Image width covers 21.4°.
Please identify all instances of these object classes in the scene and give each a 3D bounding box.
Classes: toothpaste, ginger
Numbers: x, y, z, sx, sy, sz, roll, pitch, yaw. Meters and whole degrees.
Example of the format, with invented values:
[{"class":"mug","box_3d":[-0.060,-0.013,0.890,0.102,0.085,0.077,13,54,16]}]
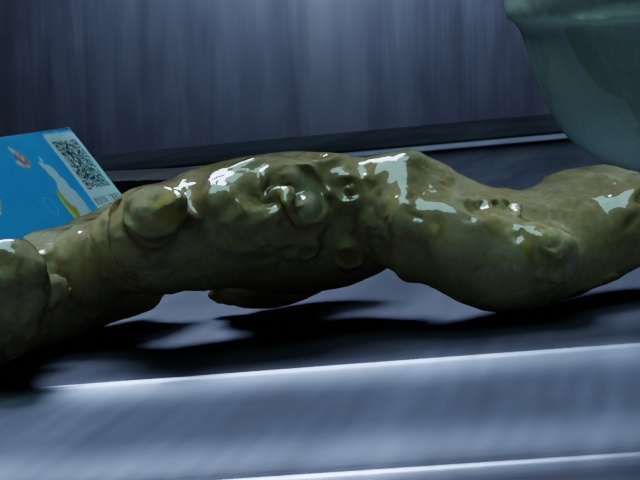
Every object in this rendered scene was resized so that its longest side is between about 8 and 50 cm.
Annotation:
[{"class":"toothpaste","box_3d":[-0.149,0.004,0.616,0.065,0.050,0.266,-39,-4,15]},{"class":"ginger","box_3d":[-0.006,0.000,0.598,0.258,0.065,0.149,-9,4,-13]}]

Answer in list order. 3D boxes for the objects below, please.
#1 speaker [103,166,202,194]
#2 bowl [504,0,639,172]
[{"class":"speaker","box_3d":[-0.090,-0.013,0.886,0.218,0.044,0.082,-1,7,36]},{"class":"bowl","box_3d":[0.248,-0.103,0.865,0.307,0.163,0.307,-5,6,1]}]
